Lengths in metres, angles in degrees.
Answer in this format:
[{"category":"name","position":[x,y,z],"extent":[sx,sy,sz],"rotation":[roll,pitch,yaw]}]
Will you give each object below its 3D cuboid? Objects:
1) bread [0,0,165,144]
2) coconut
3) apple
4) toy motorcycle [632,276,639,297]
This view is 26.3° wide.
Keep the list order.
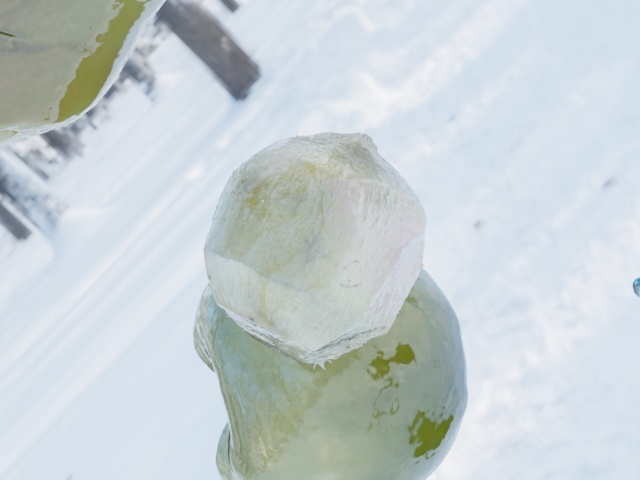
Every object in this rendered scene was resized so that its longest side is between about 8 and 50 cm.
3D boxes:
[{"category":"bread","position":[-0.262,-0.217,0.968],"extent":[0.341,0.300,0.210],"rotation":[-48,2,22]},{"category":"coconut","position":[-0.001,-0.001,1.133],"extent":[0.194,0.194,0.194],"rotation":[-43,13,12]},{"category":"apple","position":[0.016,0.129,1.372],"extent":[0.258,0.295,0.233],"rotation":[-8,-9,-14]},{"category":"toy motorcycle","position":[0.362,0.055,1.098],"extent":[0.272,0.123,0.182],"rotation":[-14,-5,-36]}]
